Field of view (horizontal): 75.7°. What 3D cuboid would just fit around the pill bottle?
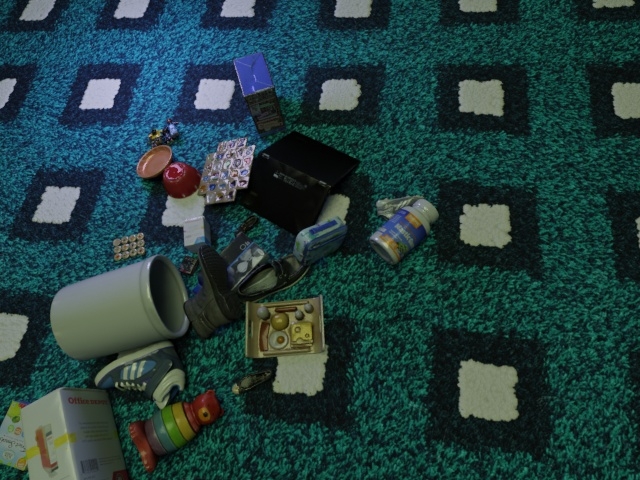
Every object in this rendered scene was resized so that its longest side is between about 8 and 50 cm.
[{"bbox_3d":[0.342,-0.041,1.660,0.272,0.152,0.152,-42,68,-10],"label":"pill bottle"}]

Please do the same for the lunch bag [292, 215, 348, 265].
[{"bbox_3d":[0.000,0.000,1.650,0.219,0.176,0.090,-24,63,-31],"label":"lunch bag"}]

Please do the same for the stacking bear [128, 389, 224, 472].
[{"bbox_3d":[-0.498,0.653,1.479,0.289,0.164,0.175,-26,87,-16],"label":"stacking bear"}]

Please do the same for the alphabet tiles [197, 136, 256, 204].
[{"bbox_3d":[-0.437,-0.325,1.913,0.285,0.011,0.342,-4,65,25],"label":"alphabet tiles"}]

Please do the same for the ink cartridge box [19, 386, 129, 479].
[{"bbox_3d":[-0.839,0.730,1.424,0.161,0.279,0.384,-27,66,-3],"label":"ink cartridge box"}]

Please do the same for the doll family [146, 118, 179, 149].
[{"bbox_3d":[-0.790,-0.535,2.067,0.193,0.076,0.111,-23,62,-8],"label":"doll family"}]

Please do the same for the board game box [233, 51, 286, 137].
[{"bbox_3d":[-0.280,-0.677,1.935,0.141,0.291,0.231,-18,67,-1],"label":"board game box"}]

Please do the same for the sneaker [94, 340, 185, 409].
[{"bbox_3d":[-0.671,0.549,1.556,0.323,0.130,0.236,-26,62,-10],"label":"sneaker"}]

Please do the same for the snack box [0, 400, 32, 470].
[{"bbox_3d":[-1.129,0.739,1.571,0.175,0.070,0.207,10,71,11],"label":"snack box"}]

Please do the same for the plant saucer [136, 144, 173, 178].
[{"bbox_3d":[-0.795,-0.374,1.993,0.200,0.037,0.199,-11,56,16],"label":"plant saucer"}]

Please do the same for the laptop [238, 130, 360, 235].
[{"bbox_3d":[-0.095,-0.267,1.888,0.382,0.236,0.407,28,102,18],"label":"laptop"}]

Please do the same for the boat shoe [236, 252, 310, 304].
[{"bbox_3d":[-0.193,0.138,1.676,0.340,0.113,0.127,-26,65,-4],"label":"boat shoe"}]

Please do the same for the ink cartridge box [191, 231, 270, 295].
[{"bbox_3d":[-0.385,0.134,1.733,0.165,0.065,0.332,37,77,19],"label":"ink cartridge box"}]

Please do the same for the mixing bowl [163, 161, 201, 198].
[{"bbox_3d":[-0.664,-0.298,1.933,0.182,0.098,0.181,-2,67,6],"label":"mixing bowl"}]

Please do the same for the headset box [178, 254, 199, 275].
[{"bbox_3d":[-0.570,0.112,1.782,0.062,0.032,0.083,16,71,14],"label":"headset box"}]

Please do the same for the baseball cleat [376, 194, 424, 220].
[{"bbox_3d":[0.343,-0.135,1.756,0.206,0.072,0.109,-6,83,7],"label":"baseball cleat"}]

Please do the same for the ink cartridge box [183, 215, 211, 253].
[{"bbox_3d":[-0.538,-0.031,1.806,0.092,0.090,0.143,-11,65,2],"label":"ink cartridge box"}]

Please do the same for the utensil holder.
[{"bbox_3d":[-0.754,0.263,1.586,0.386,0.327,0.327,-16,66,2],"label":"utensil holder"}]

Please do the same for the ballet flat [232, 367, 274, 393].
[{"bbox_3d":[-0.256,0.526,1.556,0.173,0.049,0.057,-27,66,-4],"label":"ballet flat"}]

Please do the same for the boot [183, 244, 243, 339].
[{"bbox_3d":[-0.466,0.205,1.632,0.223,0.118,0.338,-31,72,22],"label":"boot"}]

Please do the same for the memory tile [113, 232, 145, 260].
[{"bbox_3d":[-0.867,0.028,1.868,0.148,0.012,0.113,-15,66,2],"label":"memory tile"}]

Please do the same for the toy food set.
[{"bbox_3d":[-0.137,0.330,1.599,0.306,0.092,0.219,-6,66,6],"label":"toy food set"}]

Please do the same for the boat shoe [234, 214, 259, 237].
[{"bbox_3d":[-0.331,-0.064,1.821,0.133,0.042,0.049,-41,70,-8],"label":"boat shoe"}]
